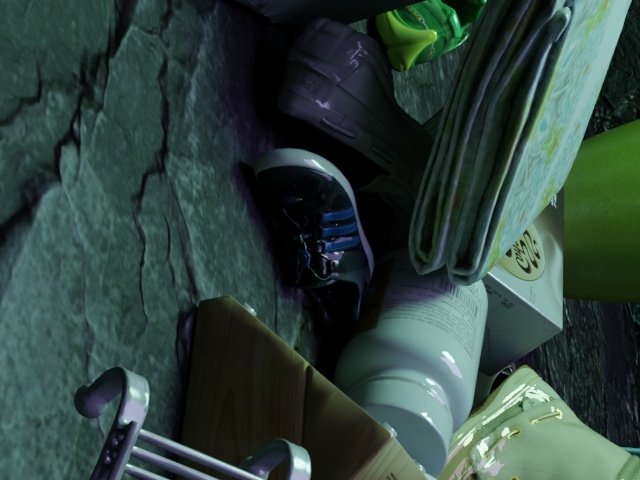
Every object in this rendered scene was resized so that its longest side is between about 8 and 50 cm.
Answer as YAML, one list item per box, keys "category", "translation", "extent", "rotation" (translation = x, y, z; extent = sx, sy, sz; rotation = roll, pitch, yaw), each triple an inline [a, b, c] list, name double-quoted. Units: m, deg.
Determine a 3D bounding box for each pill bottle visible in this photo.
- category: "pill bottle"
  translation: [0.082, 0.118, 1.192]
  extent: [0.229, 0.131, 0.131]
  rotation: [-70, 144, -54]

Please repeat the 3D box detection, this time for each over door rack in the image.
- category: "over door rack"
  translation: [-0.067, 0.258, 0.651]
  extent: [0.239, 0.108, 0.324]
  rotation: [28, 61, -28]

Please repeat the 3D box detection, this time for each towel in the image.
- category: "towel"
  translation: [0.210, -0.154, 1.247]
  extent: [0.374, 0.090, 0.320]
  rotation: [-38, 149, -57]

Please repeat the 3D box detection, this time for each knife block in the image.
- category: "knife block"
  translation: [-0.058, 0.200, 0.877]
  extent: [0.276, 0.242, 0.088]
  rotation: [37, -12, 39]

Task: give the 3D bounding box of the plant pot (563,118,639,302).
- category: "plant pot"
  translation: [0.380, -0.023, 1.827]
  extent: [0.275, 0.294, 0.274]
  rotation: [-11, 90, -69]

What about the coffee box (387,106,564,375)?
- category: "coffee box"
  translation: [0.182, -0.017, 1.461]
  extent: [0.168, 0.119, 0.297]
  rotation: [36, 38, -19]

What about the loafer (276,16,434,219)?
- category: "loafer"
  translation: [0.037, -0.094, 1.246]
  extent: [0.111, 0.112, 0.319]
  rotation: [-57, 147, -10]

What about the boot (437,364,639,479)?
- category: "boot"
  translation: [0.215, 0.264, 1.292]
  extent: [0.262, 0.203, 0.095]
  rotation: [-37, 156, -40]

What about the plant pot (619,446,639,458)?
- category: "plant pot"
  translation: [0.297, 0.394, 1.498]
  extent: [0.247, 0.248, 0.252]
  rotation: [-23, 114, -70]

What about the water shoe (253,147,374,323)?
- category: "water shoe"
  translation: [0.000, 0.000, 1.117]
  extent: [0.203, 0.073, 0.080]
  rotation: [55, 33, -47]

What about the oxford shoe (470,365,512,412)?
- category: "oxford shoe"
  translation: [0.180, 0.142, 1.488]
  extent: [0.097, 0.098, 0.271]
  rotation: [53, 33, -51]

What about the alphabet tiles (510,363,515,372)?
- category: "alphabet tiles"
  translation: [0.264, 0.266, 1.786]
  extent: [0.198, 0.009, 0.237]
  rotation: [46, 39, -56]

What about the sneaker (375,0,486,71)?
- category: "sneaker"
  translation: [0.153, -0.293, 1.601]
  extent: [0.295, 0.124, 0.109]
  rotation: [-68, 142, -57]

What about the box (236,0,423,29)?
- category: "box"
  translation: [0.044, -0.287, 1.146]
  extent: [0.262, 0.231, 0.126]
  rotation: [-4, 81, -69]

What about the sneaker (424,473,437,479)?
- category: "sneaker"
  translation: [0.069, 0.308, 1.085]
  extent: [0.152, 0.114, 0.305]
  rotation: [-74, 148, -52]
